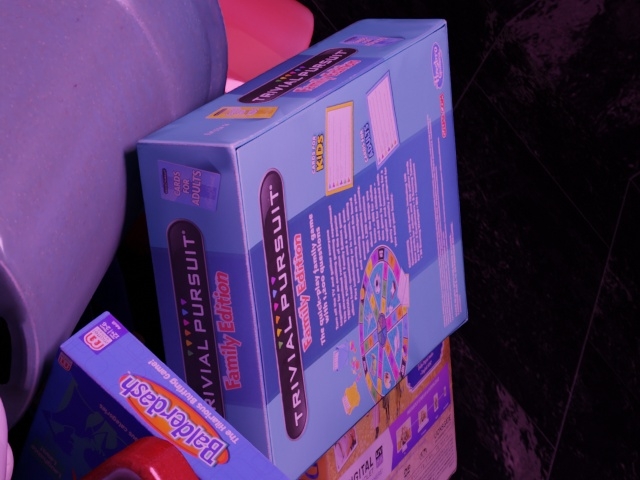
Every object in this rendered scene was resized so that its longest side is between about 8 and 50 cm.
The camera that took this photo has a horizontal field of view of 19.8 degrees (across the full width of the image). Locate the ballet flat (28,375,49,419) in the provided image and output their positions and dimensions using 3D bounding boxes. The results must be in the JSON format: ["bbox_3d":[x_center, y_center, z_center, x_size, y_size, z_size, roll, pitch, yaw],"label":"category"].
[{"bbox_3d":[-0.094,0.194,1.413,0.348,0.123,0.123,53,24,0],"label":"ballet flat"}]

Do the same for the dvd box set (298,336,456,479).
[{"bbox_3d":[0.032,0.063,1.578,0.307,0.062,0.420,-39,127,-61],"label":"dvd box set"}]

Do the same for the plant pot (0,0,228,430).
[{"bbox_3d":[-0.263,-0.052,1.217,0.341,0.341,0.334,44,34,-21],"label":"plant pot"}]

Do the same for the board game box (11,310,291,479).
[{"bbox_3d":[-0.117,0.166,1.153,0.160,0.210,0.047,41,49,13],"label":"board game box"}]

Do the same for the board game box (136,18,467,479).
[{"bbox_3d":[0.000,0.000,1.335,0.336,0.079,0.254,-36,125,-55],"label":"board game box"}]

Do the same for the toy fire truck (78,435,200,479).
[{"bbox_3d":[-0.099,0.295,1.074,0.302,0.254,0.169,56,31,6],"label":"toy fire truck"}]

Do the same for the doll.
[{"bbox_3d":[-0.199,-0.001,1.475,0.046,0.129,0.189,-16,94,-55],"label":"doll"}]

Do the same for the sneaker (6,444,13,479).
[{"bbox_3d":[-0.228,0.173,1.158,0.058,0.152,0.084,33,18,8],"label":"sneaker"}]

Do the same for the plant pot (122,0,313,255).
[{"bbox_3d":[-0.178,-0.162,1.587,0.243,0.275,0.275,36,28,-16],"label":"plant pot"}]

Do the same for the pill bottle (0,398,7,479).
[{"bbox_3d":[-0.269,0.166,0.861,0.229,0.229,0.408,29,52,-43],"label":"pill bottle"}]
